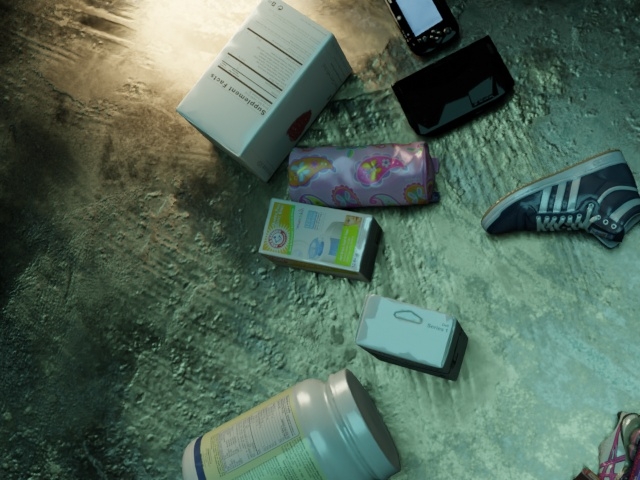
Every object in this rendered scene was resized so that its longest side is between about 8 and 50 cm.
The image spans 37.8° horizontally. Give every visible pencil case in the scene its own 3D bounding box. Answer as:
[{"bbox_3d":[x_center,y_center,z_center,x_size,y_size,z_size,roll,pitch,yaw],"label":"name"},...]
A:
[{"bbox_3d":[0.080,-0.125,1.777,0.284,0.124,0.124,-2,76,14],"label":"pencil case"}]

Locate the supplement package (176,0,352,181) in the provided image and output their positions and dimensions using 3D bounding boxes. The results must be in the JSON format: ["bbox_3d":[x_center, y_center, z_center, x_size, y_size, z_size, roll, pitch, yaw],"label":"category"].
[{"bbox_3d":[-0.105,-0.295,1.831,0.175,0.177,0.293,37,88,19],"label":"supplement package"}]

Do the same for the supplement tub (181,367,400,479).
[{"bbox_3d":[-0.049,0.385,1.619,0.324,0.235,0.235,-29,71,6],"label":"supplement tub"}]

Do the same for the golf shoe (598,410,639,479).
[{"bbox_3d":[0.503,0.379,1.575,0.086,0.067,0.186,31,98,60],"label":"golf shoe"}]

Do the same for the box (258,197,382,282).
[{"bbox_3d":[0.000,0.000,1.770,0.203,0.103,0.114,11,79,17],"label":"box"}]

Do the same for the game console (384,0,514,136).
[{"bbox_3d":[0.214,-0.388,1.841,0.213,0.044,0.361,-27,71,7],"label":"game console"}]

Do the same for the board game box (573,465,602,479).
[{"bbox_3d":[0.501,0.513,1.516,0.281,0.027,0.145,40,120,20],"label":"board game box"}]

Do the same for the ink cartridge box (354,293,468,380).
[{"bbox_3d":[0.161,0.172,1.624,0.160,0.219,0.093,14,80,18],"label":"ink cartridge box"}]

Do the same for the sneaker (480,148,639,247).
[{"bbox_3d":[0.440,-0.040,1.667,0.282,0.099,0.153,-25,70,5],"label":"sneaker"}]

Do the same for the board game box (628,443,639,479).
[{"bbox_3d":[0.689,0.359,1.489,0.346,0.056,0.208,21,78,4],"label":"board game box"}]
